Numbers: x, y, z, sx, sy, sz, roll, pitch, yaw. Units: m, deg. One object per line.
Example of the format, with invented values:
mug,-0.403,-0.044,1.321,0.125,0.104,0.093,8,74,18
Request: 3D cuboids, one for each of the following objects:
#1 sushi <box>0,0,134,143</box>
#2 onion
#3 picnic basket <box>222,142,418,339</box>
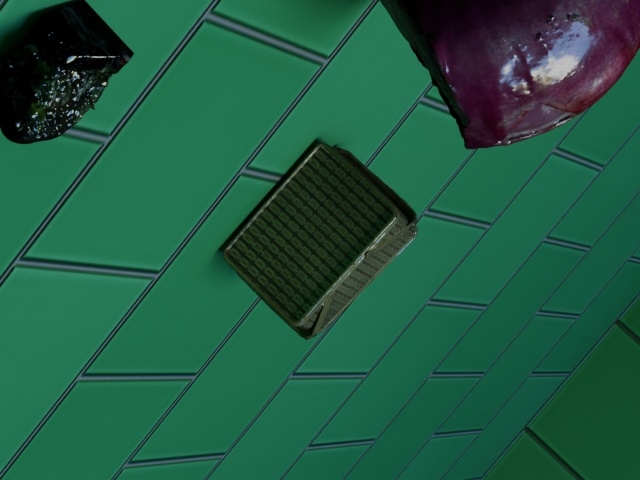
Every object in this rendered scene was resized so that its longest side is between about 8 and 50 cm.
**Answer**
sushi,-0.188,-0.109,1.340,0.084,0.056,0.083,-28,161,-46
onion,0.159,-0.220,1.579,0.230,0.256,0.272,-29,-178,-5
picnic basket,0.000,0.000,1.857,0.164,0.115,0.079,-48,162,4
